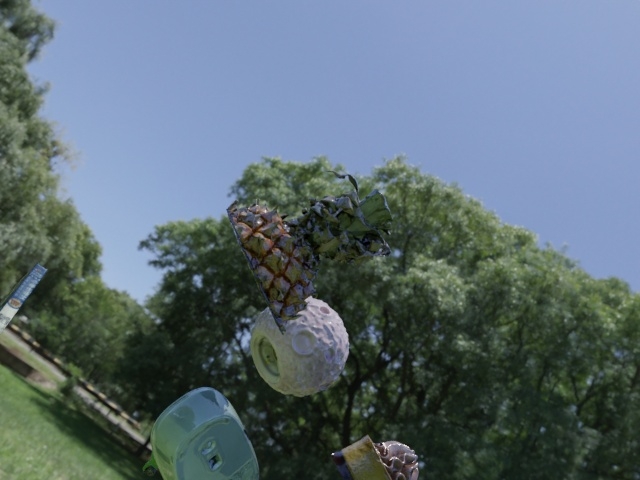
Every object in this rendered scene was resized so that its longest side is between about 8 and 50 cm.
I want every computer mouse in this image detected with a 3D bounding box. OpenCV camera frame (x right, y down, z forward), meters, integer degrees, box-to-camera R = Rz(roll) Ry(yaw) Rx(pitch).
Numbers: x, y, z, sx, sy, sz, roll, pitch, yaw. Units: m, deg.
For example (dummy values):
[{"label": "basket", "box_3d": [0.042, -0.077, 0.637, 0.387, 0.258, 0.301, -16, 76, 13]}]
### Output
[{"label": "computer mouse", "box_3d": [-0.207, 0.379, 1.036, 0.097, 0.160, 0.288, 27, -39, 39]}]

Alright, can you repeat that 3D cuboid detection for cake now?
[{"label": "cake", "box_3d": [0.148, 0.550, 1.398, 0.207, 0.178, 0.185, 56, -5, -9]}]

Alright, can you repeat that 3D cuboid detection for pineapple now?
[{"label": "pineapple", "box_3d": [0.000, 0.000, 1.068, 0.262, 0.272, 0.262, 156, -90, -86]}]

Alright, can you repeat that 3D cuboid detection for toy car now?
[{"label": "toy car", "box_3d": [-0.429, 0.602, 1.653, 0.062, 0.165, 0.071, 61, 1, 7]}]

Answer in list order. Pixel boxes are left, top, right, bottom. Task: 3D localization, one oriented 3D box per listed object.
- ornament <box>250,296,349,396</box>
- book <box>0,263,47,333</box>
[{"label": "ornament", "box_3d": [-0.048, 0.265, 1.498, 0.259, 0.225, 0.259, 29, -54, 48]}, {"label": "book", "box_3d": [-0.773, 0.262, 1.265, 0.039, 0.427, 0.300, 40, -55, -21]}]
